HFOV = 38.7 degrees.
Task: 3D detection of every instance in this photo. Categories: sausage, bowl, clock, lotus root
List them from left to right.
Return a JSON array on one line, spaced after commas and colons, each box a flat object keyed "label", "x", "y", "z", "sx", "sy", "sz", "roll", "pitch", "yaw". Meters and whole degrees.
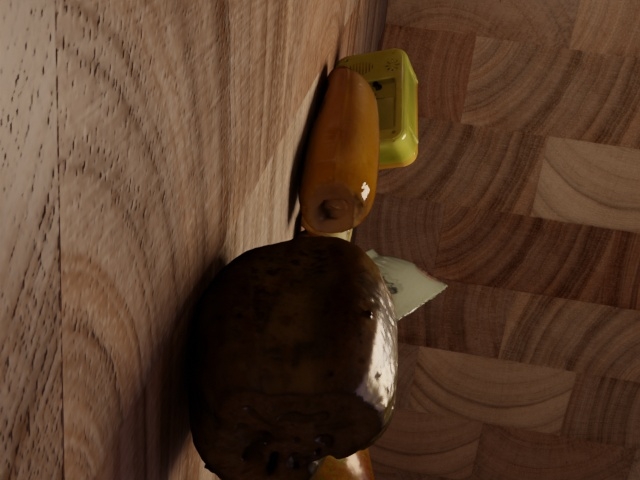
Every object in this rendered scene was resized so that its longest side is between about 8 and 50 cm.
[{"label": "lotus root", "x": -0.020, "y": 0.101, "z": 0.801, "sx": 0.291, "sy": 0.193, "sz": 0.193, "roll": -80, "pitch": 177, "yaw": -65}, {"label": "sausage", "x": 0.036, "y": -0.158, "z": 1.401, "sx": 0.354, "sy": 0.116, "sz": 0.134, "roll": -82, "pitch": 167, "yaw": -48}, {"label": "bowl", "x": 0.086, "y": 0.119, "z": 1.911, "sx": 0.157, "sy": 0.337, "sz": 0.337, "roll": 59, "pitch": 3, "yaw": 3}, {"label": "clock", "x": 0.097, "y": -0.228, "z": 1.604, "sx": 0.096, "sy": 0.143, "sz": 0.202, "roll": 50, "pitch": 38, "yaw": -57}]

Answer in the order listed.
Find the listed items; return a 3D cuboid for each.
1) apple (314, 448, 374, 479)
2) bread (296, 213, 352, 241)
[{"label": "apple", "x": -0.010, "y": 0.430, "z": 1.578, "sx": 0.237, "sy": 0.208, "sz": 0.236, "roll": 174, "pitch": -90, "yaw": -82}, {"label": "bread", "x": 0.002, "y": 0.018, "z": 1.452, "sx": 0.119, "sy": 0.084, "sz": 0.177, "roll": -54, "pitch": 154, "yaw": -77}]
